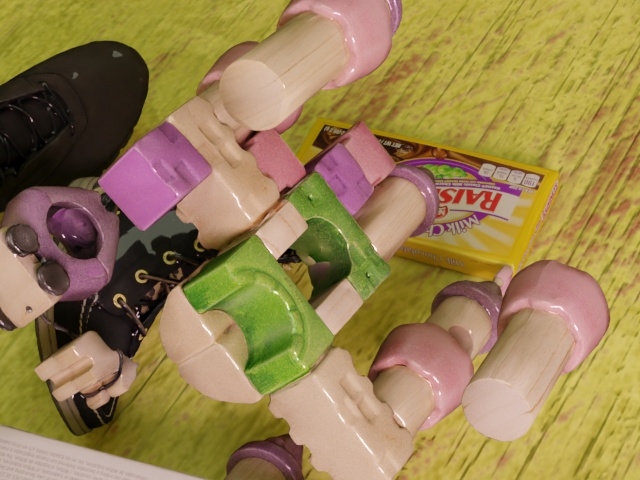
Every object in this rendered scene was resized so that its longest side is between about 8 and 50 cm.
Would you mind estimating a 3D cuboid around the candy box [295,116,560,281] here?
[{"bbox_3d":[0.071,-0.034,1.146,0.206,0.027,0.105,14,55,21],"label":"candy box"}]

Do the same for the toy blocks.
[{"bbox_3d":[0.000,0.000,0.969,0.309,0.288,0.260,-32,9,37],"label":"toy blocks"}]

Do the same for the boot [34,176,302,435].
[{"bbox_3d":[-0.105,0.026,1.068,0.179,0.085,0.236,-11,43,9],"label":"boot"}]

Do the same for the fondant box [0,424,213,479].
[{"bbox_3d":[-0.131,0.284,0.815,0.238,0.096,0.330,14,50,7],"label":"fondant box"}]

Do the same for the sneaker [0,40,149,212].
[{"bbox_3d":[-0.249,-0.066,1.142,0.286,0.130,0.109,-37,91,-17],"label":"sneaker"}]
